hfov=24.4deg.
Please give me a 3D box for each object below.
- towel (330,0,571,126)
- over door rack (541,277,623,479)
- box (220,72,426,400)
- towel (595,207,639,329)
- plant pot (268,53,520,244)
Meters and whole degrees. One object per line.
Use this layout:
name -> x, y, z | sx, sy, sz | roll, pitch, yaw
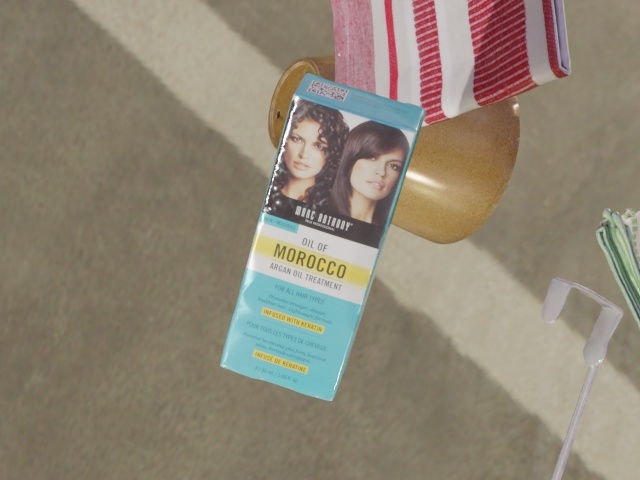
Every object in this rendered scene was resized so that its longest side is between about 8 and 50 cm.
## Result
towel -> 0.115, -0.240, 1.503 | 0.037, 0.329, 0.237 | -2, 83, -37
over door rack -> 0.226, 0.209, 0.931 | 0.108, 0.239, 0.324 | 4, 99, -31
box -> 0.000, 0.000, 1.171 | 0.100, 0.244, 0.060 | 17, 24, 3
towel -> 0.357, 0.077, 1.504 | 0.038, 0.325, 0.248 | -25, 85, 16
plant pot -> 0.072, -0.133, 1.814 | 0.254, 0.237, 0.237 | 12, 61, -31
